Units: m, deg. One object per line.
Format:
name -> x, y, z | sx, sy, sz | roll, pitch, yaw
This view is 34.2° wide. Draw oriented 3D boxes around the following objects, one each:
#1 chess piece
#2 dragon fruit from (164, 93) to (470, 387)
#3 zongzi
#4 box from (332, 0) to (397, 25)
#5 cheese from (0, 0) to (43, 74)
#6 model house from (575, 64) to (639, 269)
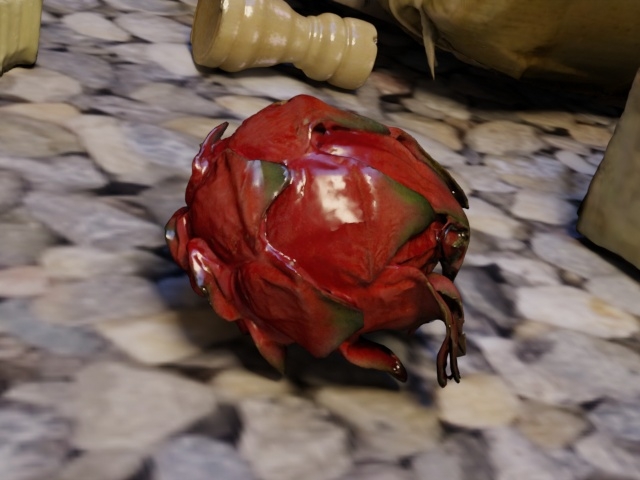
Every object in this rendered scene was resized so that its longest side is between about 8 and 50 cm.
chess piece -> -0.022, -0.142, 0.721 | 0.122, 0.066, 0.066 | 8, 32, -24
dragon fruit -> 0.003, 0.000, 0.467 | 0.142, 0.130, 0.121 | -5, 5, -33
zongzi -> 0.134, -0.266, 0.918 | 0.499, 0.218, 0.467 | -2, 20, -31
box -> 0.004, -0.217, 0.839 | 0.129, 0.033, 0.247 | 33, 16, 23
cheese -> -0.285, -0.143, 0.590 | 0.255, 0.050, 0.127 | 5, 35, -20
model house -> 0.362, -0.040, 0.610 | 0.298, 0.243, 0.284 | -22, 53, -33
